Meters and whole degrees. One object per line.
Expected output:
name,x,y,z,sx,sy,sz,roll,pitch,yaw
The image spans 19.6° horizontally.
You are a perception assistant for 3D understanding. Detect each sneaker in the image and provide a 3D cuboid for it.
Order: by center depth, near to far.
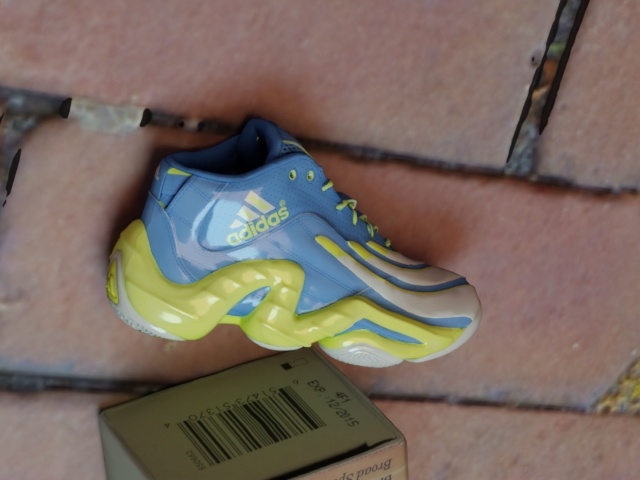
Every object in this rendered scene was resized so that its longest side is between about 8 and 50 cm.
sneaker,0.000,0.000,1.068,0.240,0.091,0.126,3,112,-29

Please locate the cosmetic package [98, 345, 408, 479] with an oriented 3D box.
cosmetic package,-0.032,0.235,1.147,0.153,0.129,0.296,-18,122,-22
